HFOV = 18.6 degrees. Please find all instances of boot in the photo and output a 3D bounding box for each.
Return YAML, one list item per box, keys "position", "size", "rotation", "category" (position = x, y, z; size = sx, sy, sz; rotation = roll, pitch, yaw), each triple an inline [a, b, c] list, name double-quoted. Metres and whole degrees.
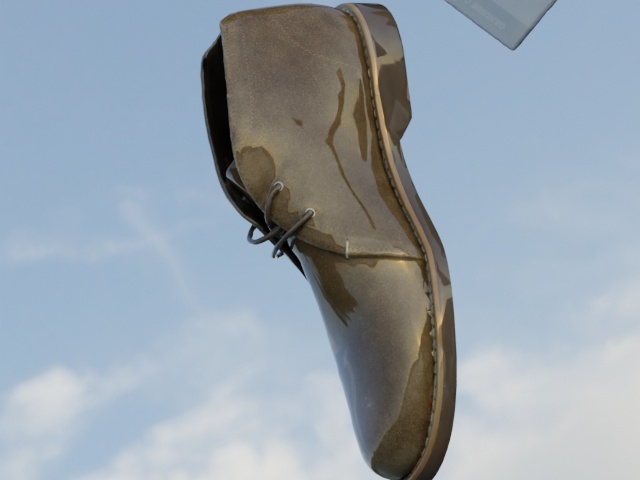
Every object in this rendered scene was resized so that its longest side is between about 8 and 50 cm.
- position: [0.000, 0.000, 1.112]
  size: [0.115, 0.305, 0.112]
  rotation: [1, -29, -26]
  category: "boot"

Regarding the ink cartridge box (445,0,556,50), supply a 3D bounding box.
- position: [0.154, -0.322, 1.729]
  size: [0.239, 0.275, 0.060]
  rotation: [-50, -22, 1]
  category: "ink cartridge box"
